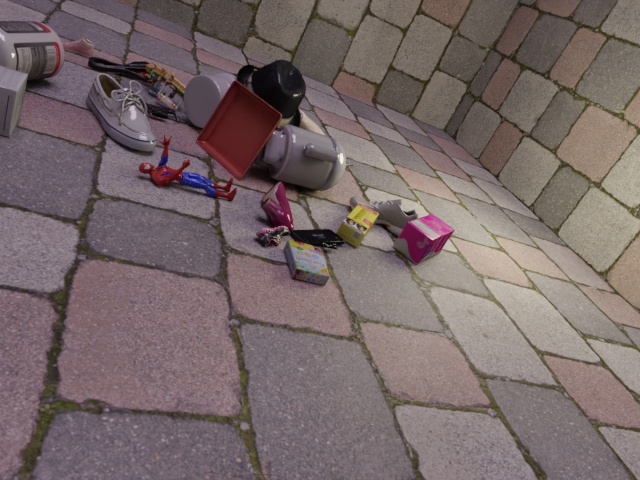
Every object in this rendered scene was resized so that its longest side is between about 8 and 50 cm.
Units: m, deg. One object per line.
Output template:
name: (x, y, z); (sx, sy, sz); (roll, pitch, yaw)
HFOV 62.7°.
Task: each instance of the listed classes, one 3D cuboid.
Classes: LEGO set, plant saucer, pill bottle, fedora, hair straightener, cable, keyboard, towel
LEGO set: (-0.601, -0.588, 2.030); (0.287, 0.107, 0.132); (37, -3, 7)
plant saucer: (-0.271, -0.372, 1.785); (0.258, 0.259, 0.048); (41, 12, 26)
pill bottle: (-0.945, -0.564, 1.573); (0.176, 0.176, 0.318); (28, 26, 3)
fedora: (-0.149, -0.561, 1.938); (0.334, 0.152, 0.334); (32, 38, -30)
hair straightener: (-0.603, -0.454, 1.855); (0.230, 0.047, 0.089); (13, 30, -36)
cable: (-0.771, -0.670, 2.100); (0.287, 0.072, 0.139); (-16, 65, -38)
pill bottle: (-0.324, -0.533, 2.044); (0.224, 0.224, 0.392); (38, 28, 21)
keyboard: (0.000, 0.000, 1.607); (0.180, 0.023, 0.108); (-4, 33, -45)
towel: (-0.134, -0.567, 2.346); (0.317, 0.053, 0.332); (38, 6, 20)

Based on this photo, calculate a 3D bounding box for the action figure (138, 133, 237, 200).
action figure: (-0.373, -0.209, 1.518); (0.280, 0.139, 0.091); (8, 31, -29)

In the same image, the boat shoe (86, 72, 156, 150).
boat shoe: (-0.616, -0.428, 1.655); (0.136, 0.156, 0.367); (-4, 39, -46)

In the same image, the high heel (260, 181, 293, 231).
high heel: (-0.121, -0.108, 1.650); (0.117, 0.082, 0.244); (46, 11, -14)

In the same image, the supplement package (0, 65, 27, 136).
supplement package: (-0.898, -0.382, 1.328); (0.244, 0.139, 0.134); (14, 30, -26)

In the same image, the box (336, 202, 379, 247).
box: (0.128, -0.055, 1.782); (0.087, 0.058, 0.232); (30, 26, 8)

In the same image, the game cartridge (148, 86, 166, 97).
game cartridge: (-0.647, -0.585, 2.071); (0.056, 0.017, 0.083); (26, 26, -11)

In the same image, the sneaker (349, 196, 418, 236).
sneaker: (0.236, -0.116, 1.923); (0.262, 0.121, 0.099); (25, 25, -5)

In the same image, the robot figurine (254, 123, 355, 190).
robot figurine: (-0.055, -0.293, 1.881); (0.353, 0.199, 0.300); (11, -2, -30)

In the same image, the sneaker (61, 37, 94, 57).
sneaker: (-0.957, -0.772, 2.062); (0.134, 0.070, 0.051); (15, 31, -22)

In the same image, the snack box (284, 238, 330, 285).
snack box: (-0.039, 0.059, 1.444); (0.100, 0.037, 0.141); (14, 29, -23)

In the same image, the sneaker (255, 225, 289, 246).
sneaker: (-0.129, -0.008, 1.487); (0.119, 0.047, 0.057); (-10, 67, -50)

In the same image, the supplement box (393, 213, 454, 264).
supplement box: (0.368, -0.009, 1.862); (0.114, 0.111, 0.220); (40, 29, 23)
